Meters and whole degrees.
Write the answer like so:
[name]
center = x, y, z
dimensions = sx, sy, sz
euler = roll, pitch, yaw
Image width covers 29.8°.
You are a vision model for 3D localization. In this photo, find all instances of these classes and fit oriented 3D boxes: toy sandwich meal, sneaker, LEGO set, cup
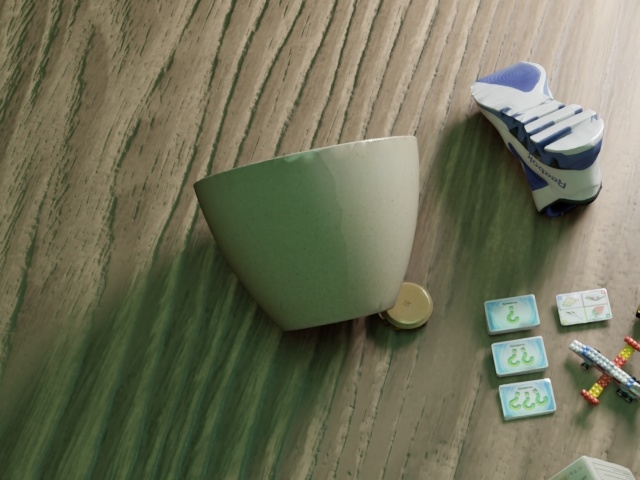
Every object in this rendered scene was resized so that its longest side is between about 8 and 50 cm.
[toy sandwich meal]
center = 0.127, 0.102, 1.808
dimensions = 0.085, 0.029, 0.085
euler = -1, 62, 1
[sneaker]
center = 0.339, -0.138, 1.852
dimensions = 0.127, 0.182, 0.315
euler = -22, 34, -6
[LEGO set]
center = 0.371, 0.152, 1.738
dimensions = 0.244, 0.060, 0.182
euler = -8, 67, 3
[cup]
center = 0.000, 0.000, 1.742
dimensions = 0.331, 0.331, 0.237
euler = -11, 89, 1

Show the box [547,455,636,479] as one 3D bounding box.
[box]
center = 0.387, 0.438, 1.501
dimensions = 0.121, 0.148, 0.311
euler = -40, 51, 22
